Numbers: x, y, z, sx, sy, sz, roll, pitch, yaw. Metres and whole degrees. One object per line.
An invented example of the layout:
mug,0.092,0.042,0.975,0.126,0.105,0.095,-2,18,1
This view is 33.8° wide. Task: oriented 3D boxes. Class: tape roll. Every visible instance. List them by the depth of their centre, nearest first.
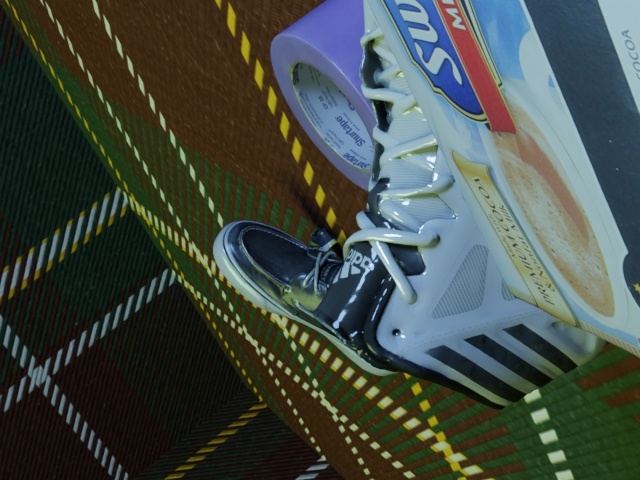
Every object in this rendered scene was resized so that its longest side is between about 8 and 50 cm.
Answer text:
tape roll,0.040,-0.141,1.023,0.189,0.080,0.189,47,165,17

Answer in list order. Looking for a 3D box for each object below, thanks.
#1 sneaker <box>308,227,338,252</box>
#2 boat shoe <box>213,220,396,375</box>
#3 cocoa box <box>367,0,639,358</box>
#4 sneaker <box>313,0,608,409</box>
sneaker,0.000,0.000,1.569,0.035,0.031,0.083,59,156,-4
boat shoe,0.006,0.065,1.510,0.335,0.121,0.119,32,147,-5
cocoa box,0.155,-0.139,0.398,0.228,0.231,0.347,27,151,59
sneaker,0.080,-0.058,0.754,0.447,0.257,0.169,58,164,-21
